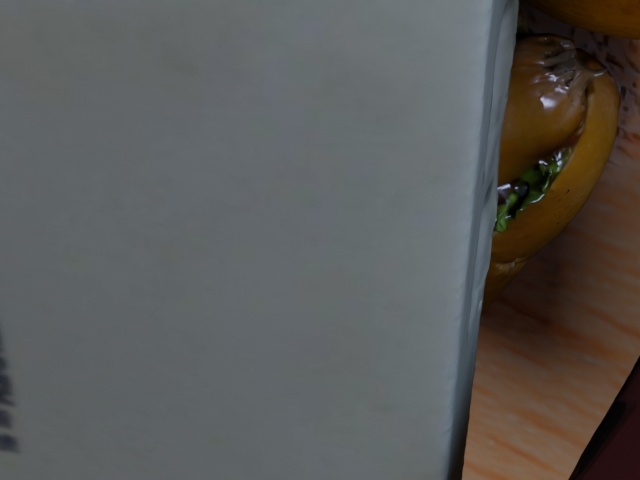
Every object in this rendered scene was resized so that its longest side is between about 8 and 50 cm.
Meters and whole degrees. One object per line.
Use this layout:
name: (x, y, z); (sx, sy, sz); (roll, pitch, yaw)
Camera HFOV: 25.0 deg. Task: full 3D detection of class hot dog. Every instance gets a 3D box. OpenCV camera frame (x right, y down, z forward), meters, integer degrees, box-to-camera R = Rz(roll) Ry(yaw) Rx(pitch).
hot dog: (0.000, 0.000, 0.597); (0.135, 0.100, 0.337); (48, 142, 1)

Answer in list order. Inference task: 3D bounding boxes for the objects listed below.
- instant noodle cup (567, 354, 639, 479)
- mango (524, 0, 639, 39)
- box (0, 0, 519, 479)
instant noodle cup: (0.177, 0.100, 0.446); (0.235, 0.178, 0.234); (28, 139, 27)
mango: (0.075, -0.129, 0.414); (0.115, 0.089, 0.165); (-32, 105, 38)
box: (-0.129, -0.019, 0.463); (0.367, 0.090, 0.373); (8, 133, 7)
